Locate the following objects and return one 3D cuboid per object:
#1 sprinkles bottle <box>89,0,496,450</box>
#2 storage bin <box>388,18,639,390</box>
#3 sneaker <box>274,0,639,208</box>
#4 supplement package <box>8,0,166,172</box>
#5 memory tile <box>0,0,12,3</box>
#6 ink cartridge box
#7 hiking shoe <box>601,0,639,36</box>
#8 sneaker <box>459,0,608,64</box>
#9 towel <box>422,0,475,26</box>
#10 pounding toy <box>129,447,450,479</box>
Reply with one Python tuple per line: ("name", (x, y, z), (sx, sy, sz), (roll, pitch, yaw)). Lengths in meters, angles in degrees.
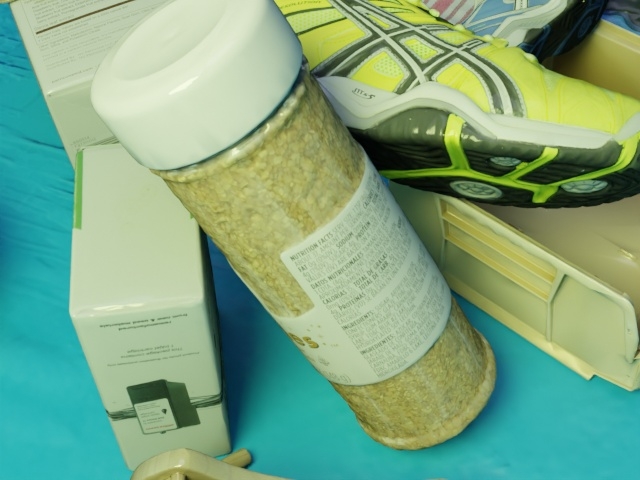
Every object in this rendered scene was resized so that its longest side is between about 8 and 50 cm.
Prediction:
("sprinkles bottle", (0.000, 0.000, 0.645), (0.121, 0.355, 0.121), (-22, 38, 19))
("storage bin", (0.230, -0.046, 0.824), (0.260, 0.123, 0.262), (34, 60, 29))
("sneaker", (0.068, -0.122, 0.706), (0.385, 0.145, 0.147), (13, 77, 14))
("supplement package", (-0.194, -0.191, 0.941), (0.175, 0.177, 0.293), (-22, 51, -11))
("memory tile", (-0.282, -0.269, 0.893), (0.113, 0.012, 0.148), (-6, 51, 6))
("ink cartridge box", (-0.121, 0.052, 0.714), (0.087, 0.208, 0.153), (-7, 51, -5))
("hiking shoe", (0.362, -0.151, 0.935), (0.304, 0.113, 0.132), (37, 87, 27))
("sneaker", (0.177, -0.196, 0.823), (0.211, 0.080, 0.081), (-37, 60, -25))
("towel", (0.121, -0.275, 1.087), (0.197, 0.029, 0.144), (23, 56, 22))
("pounding toy", (-0.046, 0.175, 0.639), (0.270, 0.154, 0.154), (-2, 50, 2))
